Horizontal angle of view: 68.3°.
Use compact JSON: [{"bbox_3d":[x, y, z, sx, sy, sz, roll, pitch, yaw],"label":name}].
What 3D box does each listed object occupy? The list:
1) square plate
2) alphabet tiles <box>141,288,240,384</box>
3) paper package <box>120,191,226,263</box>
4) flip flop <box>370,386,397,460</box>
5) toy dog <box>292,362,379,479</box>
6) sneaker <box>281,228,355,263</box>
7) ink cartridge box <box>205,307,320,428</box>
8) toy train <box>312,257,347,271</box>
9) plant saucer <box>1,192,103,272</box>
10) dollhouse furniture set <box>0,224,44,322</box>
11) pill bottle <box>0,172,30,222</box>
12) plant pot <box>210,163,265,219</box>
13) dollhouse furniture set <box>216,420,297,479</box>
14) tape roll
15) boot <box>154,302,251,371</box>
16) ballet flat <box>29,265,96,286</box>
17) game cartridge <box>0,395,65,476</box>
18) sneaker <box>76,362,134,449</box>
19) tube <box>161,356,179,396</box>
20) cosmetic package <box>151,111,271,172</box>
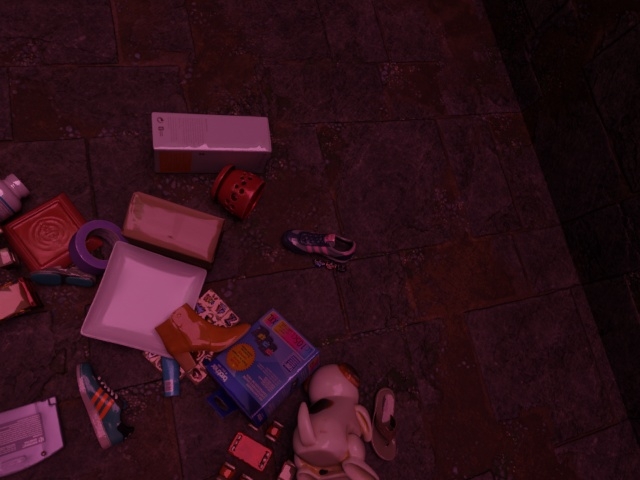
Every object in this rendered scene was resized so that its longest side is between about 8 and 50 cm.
[{"bbox_3d":[-0.628,0.217,1.711,0.343,0.049,0.348,21,70,-20],"label":"square plate"},{"bbox_3d":[-0.484,0.362,1.787,0.285,0.011,0.342,47,70,-5],"label":"alphabet tiles"},{"bbox_3d":[-0.532,-0.023,1.745,0.324,0.309,0.168,18,76,-10],"label":"paper package"},{"bbox_3d":[0.265,0.736,1.898,0.112,0.080,0.277,12,70,-14],"label":"flip flop"},{"bbox_3d":[0.025,0.648,1.728,0.395,0.284,0.408,48,27,-22],"label":"toy dog"},{"bbox_3d":[0.000,0.000,2.003,0.318,0.131,0.112,13,58,-15],"label":"sneaker"},{"bbox_3d":[-0.226,0.482,1.729,0.270,0.151,0.395,37,65,25],"label":"ink cartridge box"},{"bbox_3d":[0.040,0.110,2.048,0.158,0.027,0.036,15,80,-14],"label":"toy train"},{"bbox_3d":[-0.993,-0.021,1.739,0.259,0.048,0.258,-38,88,-25],"label":"plant saucer"},{"bbox_3d":[-1.113,0.102,1.574,0.201,0.152,0.375,-25,92,-23],"label":"dollhouse furniture set"},{"bbox_3d":[-1.171,-0.124,1.658,0.146,0.146,0.264,46,65,0],"label":"pill bottle"},{"bbox_3d":[-0.344,-0.202,1.931,0.174,0.191,0.191,29,67,-1],"label":"plant pot"},{"bbox_3d":[-0.211,0.797,1.721,0.259,0.135,0.262,30,66,5],"label":"dollhouse furniture set"},{"bbox_3d":[-0.809,0.026,1.726,0.188,0.080,0.189,22,56,-37],"label":"tape roll"},{"bbox_3d":[-0.420,0.309,1.691,0.295,0.104,0.211,-30,92,-14],"label":"boot"},{"bbox_3d":[-0.924,0.124,1.704,0.213,0.072,0.068,9,41,-24],"label":"ballet flat"},{"bbox_3d":[-1.001,0.649,1.528,0.297,0.062,0.198,-13,82,-21],"label":"game cartridge"},{"bbox_3d":[-0.738,0.549,1.620,0.120,0.108,0.303,-21,89,-23],"label":"sneaker"},{"bbox_3d":[-0.545,0.460,1.719,0.080,0.052,0.207,1,71,-24],"label":"tube"},{"bbox_3d":[-0.448,-0.390,1.931,0.452,0.230,0.162,-3,75,-18],"label":"cosmetic package"}]
